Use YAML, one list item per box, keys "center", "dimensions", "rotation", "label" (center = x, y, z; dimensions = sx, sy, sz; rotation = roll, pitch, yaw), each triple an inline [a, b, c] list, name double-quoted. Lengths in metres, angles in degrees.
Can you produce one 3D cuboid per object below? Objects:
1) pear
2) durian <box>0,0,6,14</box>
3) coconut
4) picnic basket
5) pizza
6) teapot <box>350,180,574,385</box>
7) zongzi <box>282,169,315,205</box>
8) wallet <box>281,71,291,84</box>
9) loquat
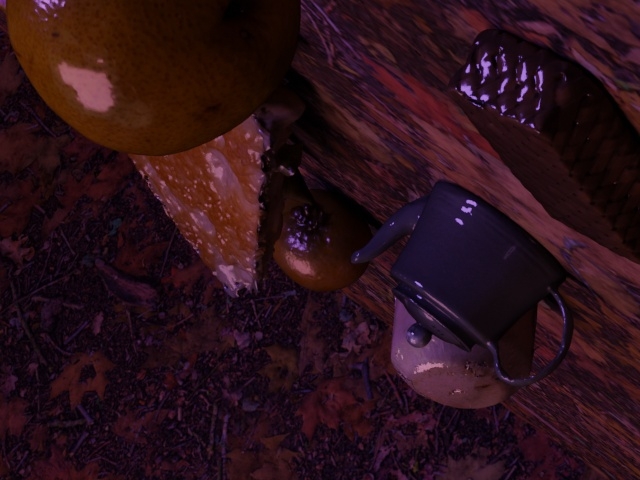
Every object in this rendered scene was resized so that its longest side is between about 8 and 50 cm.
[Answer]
- center: [-0.110, -0.164, 1.101]
  dimensions: [0.209, 0.209, 0.209]
  rotation: [38, 175, 4]
  label: "pear"
- center: [-0.214, -0.254, 1.359]
  dimensions: [0.154, 0.186, 0.260]
  rotation: [47, -175, -23]
  label: "durian"
- center: [0.162, 0.085, 1.715]
  dimensions: [0.171, 0.183, 0.171]
  rotation: [7, 150, 4]
  label: "coconut"
- center: [0.158, -0.057, 1.009]
  dimensions: [0.110, 0.055, 0.193]
  rotation: [34, 171, 43]
  label: "picnic basket"
- center: [-0.136, -0.141, 1.739]
  dimensions: [0.435, 0.080, 0.392]
  rotation: [55, 156, -8]
  label: "pizza"
- center: [0.143, 0.051, 1.547]
  dimensions: [0.239, 0.149, 0.162]
  rotation: [37, 174, 21]
  label: "teapot"
- center: [-0.080, -0.111, 1.945]
  dimensions: [0.204, 0.094, 0.205]
  rotation: [42, 174, -3]
  label: "zongzi"
- center: [-0.109, -0.188, 1.492]
  dimensions: [0.122, 0.031, 0.232]
  rotation: [62, 159, -12]
  label: "wallet"
- center: [0.000, 0.000, 2.181]
  dimensions: [0.163, 0.137, 0.163]
  rotation: [56, -177, -4]
  label: "loquat"
